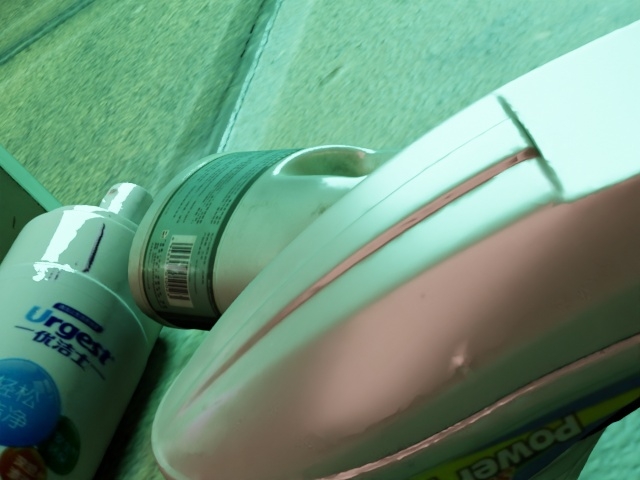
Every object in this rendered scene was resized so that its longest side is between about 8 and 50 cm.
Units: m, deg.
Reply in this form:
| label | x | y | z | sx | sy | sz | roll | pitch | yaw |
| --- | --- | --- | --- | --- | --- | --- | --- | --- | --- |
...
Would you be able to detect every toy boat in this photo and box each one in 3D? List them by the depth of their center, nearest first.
| label | x | y | z | sx | sy | sz | roll | pitch | yaw |
| --- | --- | --- | --- | --- | --- | --- | --- | --- | --- |
| toy boat | 0.086 | 0.015 | 0.524 | 0.269 | 0.141 | 0.141 | -38 | 24 | 10 |

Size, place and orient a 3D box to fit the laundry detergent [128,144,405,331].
| label | x | y | z | sx | sy | sz | roll | pitch | yaw |
| --- | --- | --- | --- | --- | --- | --- | --- | --- | --- |
| laundry detergent | 0.000 | 0.000 | 0.764 | 0.099 | 0.070 | 0.225 | -46 | 22 | -23 |

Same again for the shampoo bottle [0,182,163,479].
| label | x | y | z | sx | sy | sz | roll | pitch | yaw |
| --- | --- | --- | --- | --- | --- | --- | --- | --- | --- |
| shampoo bottle | -0.139 | 0.080 | 0.825 | 0.092 | 0.092 | 0.303 | -24 | 29 | 37 |

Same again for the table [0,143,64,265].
| label | x | y | z | sx | sy | sz | roll | pitch | yaw |
| --- | --- | --- | --- | --- | --- | --- | --- | --- | --- |
| table | -0.257 | 0.035 | 1.048 | 0.240 | 0.121 | 0.111 | -40 | 24 | 6 |
